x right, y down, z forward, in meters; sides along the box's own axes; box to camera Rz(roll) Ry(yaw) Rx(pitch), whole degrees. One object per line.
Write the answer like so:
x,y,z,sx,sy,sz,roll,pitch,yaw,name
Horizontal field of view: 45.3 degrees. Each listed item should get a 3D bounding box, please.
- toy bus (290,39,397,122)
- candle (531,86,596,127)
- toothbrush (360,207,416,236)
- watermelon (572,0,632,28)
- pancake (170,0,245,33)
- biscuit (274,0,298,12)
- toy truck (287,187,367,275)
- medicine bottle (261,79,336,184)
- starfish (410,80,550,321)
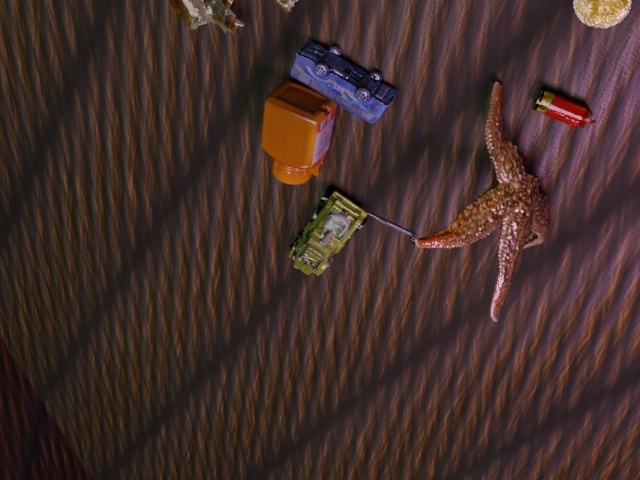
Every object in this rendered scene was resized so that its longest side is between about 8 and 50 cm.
0.052,-0.356,1.720,0.237,0.079,0.094,32,147,1,toy bus
0.506,-0.269,1.582,0.131,0.052,0.052,24,130,6,candle
0.164,-0.044,1.931,0.167,0.011,0.014,25,137,7,toothbrush
0.529,-0.452,1.430,0.106,0.062,0.105,17,128,23,watermelon
-0.256,-0.644,1.634,0.305,0.067,0.426,35,131,11,pancake
-0.050,-0.603,1.608,0.139,0.016,0.231,41,124,-10,biscuit
0.000,0.000,1.958,0.128,0.135,0.259,35,137,-4,toy truck
-0.056,-0.247,1.811,0.149,0.112,0.222,26,138,14,medicine bottle
0.383,-0.067,1.663,0.132,0.383,0.398,25,163,50,starfish
